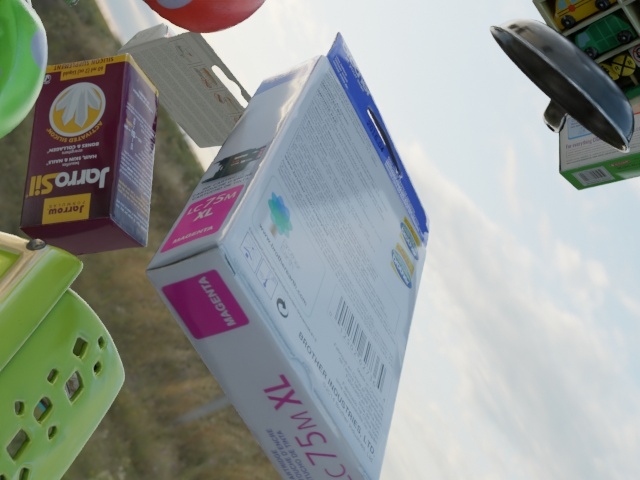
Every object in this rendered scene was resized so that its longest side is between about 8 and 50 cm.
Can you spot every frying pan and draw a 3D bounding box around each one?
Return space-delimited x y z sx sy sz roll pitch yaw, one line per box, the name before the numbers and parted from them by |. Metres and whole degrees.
frying pan | 0.289 -0.150 1.146 0.197 0.053 0.326 47 9 32

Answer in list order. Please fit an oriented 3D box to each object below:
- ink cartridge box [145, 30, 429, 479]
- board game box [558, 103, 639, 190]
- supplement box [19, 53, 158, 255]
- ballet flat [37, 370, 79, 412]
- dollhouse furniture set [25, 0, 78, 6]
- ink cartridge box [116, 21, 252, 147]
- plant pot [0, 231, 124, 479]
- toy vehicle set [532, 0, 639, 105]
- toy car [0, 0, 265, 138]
ink cartridge box | 0.000 0.000 0.697 0.185 0.065 0.311 60 28 -24
board game box | 0.442 -0.244 1.395 0.064 0.242 0.316 31 55 -46
supplement box | -0.234 -0.086 1.059 0.081 0.104 0.188 54 33 -62
ballet flat | -0.373 0.127 1.310 0.116 0.124 0.342 42 -8 37
dollhouse furniture set | -0.265 -0.224 0.919 0.076 0.151 0.058 43 13 -5
ink cartridge box | -0.145 -0.203 1.333 0.225 0.056 0.181 -1 -44 54
plant pot | -0.344 0.110 0.978 0.228 0.227 0.207 -59 156 -46
toy vehicle set | 0.379 -0.253 1.106 0.267 0.035 0.166 -23 -70 46
toy car | -0.109 -0.100 0.471 0.053 0.225 0.239 58 -1 -2
